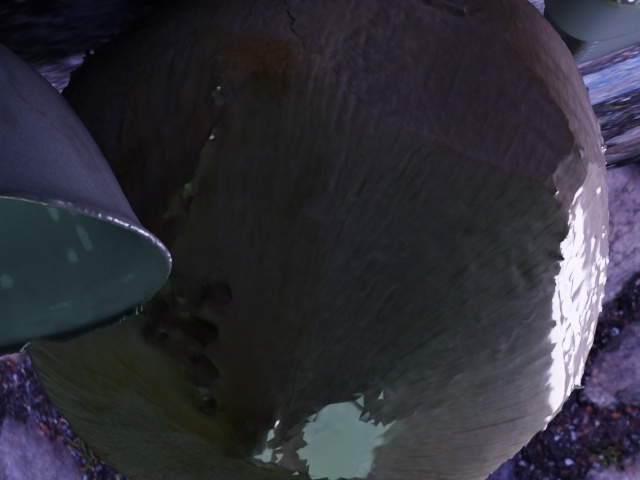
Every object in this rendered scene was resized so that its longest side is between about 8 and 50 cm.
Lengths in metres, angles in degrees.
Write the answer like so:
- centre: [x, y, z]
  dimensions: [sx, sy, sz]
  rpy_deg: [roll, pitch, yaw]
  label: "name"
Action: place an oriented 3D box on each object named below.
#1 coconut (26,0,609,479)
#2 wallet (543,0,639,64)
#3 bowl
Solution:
- centre: [0.000, 0.000, 1.110]
  dimensions: [0.346, 0.346, 0.360]
  rpy_deg: [-17, -151, 12]
  label: "coconut"
- centre: [0.266, -0.200, 1.227]
  dimensions: [0.252, 0.083, 0.360]
  rpy_deg: [-21, 175, -6]
  label: "wallet"
- centre: [-0.231, -0.043, 0.896]
  dimensions: [0.313, 0.146, 0.313]
  rpy_deg: [-6, 163, -2]
  label: "bowl"
